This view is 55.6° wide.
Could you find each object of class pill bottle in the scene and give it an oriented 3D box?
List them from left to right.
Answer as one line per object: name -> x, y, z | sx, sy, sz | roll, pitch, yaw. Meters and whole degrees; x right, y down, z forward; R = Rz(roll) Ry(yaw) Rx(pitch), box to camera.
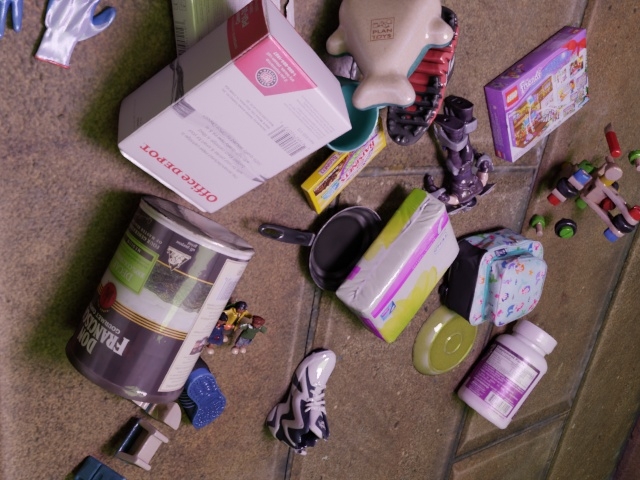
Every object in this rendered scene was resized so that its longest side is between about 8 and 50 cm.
pill bottle -> 0.555, 0.385, 1.788 | 0.301, 0.169, 0.169 | -53, 133, -3

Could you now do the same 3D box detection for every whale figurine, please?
whale figurine -> 0.120, -0.327, 1.045 | 0.141, 0.217, 0.271 | 57, 34, -62

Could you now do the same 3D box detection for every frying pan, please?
frying pan -> -0.001, 0.027, 1.252 | 0.326, 0.053, 0.197 | -11, 119, -33

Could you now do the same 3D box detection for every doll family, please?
doll family -> -0.191, 0.154, 1.157 | 0.193, 0.076, 0.111 | 7, 127, -45

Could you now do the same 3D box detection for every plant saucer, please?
plant saucer -> 0.353, 0.274, 1.665 | 0.241, 0.037, 0.240 | -17, 121, -30

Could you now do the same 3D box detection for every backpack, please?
backpack -> 0.464, 0.089, 1.563 | 0.254, 0.191, 0.225 | -16, 121, -37

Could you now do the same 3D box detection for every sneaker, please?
sneaker -> -0.245, 0.286, 1.192 | 0.081, 0.090, 0.232 | -28, 148, -25
sneaker -> -0.010, 0.371, 1.357 | 0.235, 0.153, 0.094 | -52, 134, -4
sneaker -> 0.199, -0.303, 1.175 | 0.135, 0.098, 0.275 | 43, 63, -74

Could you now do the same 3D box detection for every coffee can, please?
coffee can -> -0.258, 0.092, 0.990 | 0.202, 0.202, 0.275 | 24, 96, -42

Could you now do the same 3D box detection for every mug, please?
mug -> 0.036, -0.234, 1.116 | 0.158, 0.097, 0.129 | 7, 108, -40

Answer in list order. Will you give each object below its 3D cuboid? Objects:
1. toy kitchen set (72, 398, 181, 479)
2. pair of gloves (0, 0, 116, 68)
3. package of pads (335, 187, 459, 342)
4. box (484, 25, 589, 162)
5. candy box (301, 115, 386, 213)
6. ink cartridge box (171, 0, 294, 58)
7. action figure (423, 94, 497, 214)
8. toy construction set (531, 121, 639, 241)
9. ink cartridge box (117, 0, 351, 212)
toy kitchen set -> -0.385, 0.350, 1.109 | 0.207, 0.122, 0.166 | -58, 136, -26
pair of gloves -> -0.374, -0.324, 0.807 | 0.198, 0.023, 0.159 | 19, 101, -41
package of pads -> 0.182, 0.064, 1.340 | 0.296, 0.101, 0.229 | -52, 148, -10
box -> 0.527, -0.351, 1.459 | 0.293, 0.057, 0.200 | -37, 131, -17
candy box -> 0.049, -0.150, 1.193 | 0.206, 0.027, 0.105 | -46, 159, -9
ink cartridge box -> -0.133, -0.376, 0.960 | 0.225, 0.056, 0.180 | -32, 131, -45
action figure -> 0.315, -0.173, 1.369 | 0.185, 0.099, 0.284 | -39, 135, -24
toy construction set -> 0.737, -0.176, 1.634 | 0.237, 0.258, 0.308 | -74, 173, -46
ink cartridge box -> -0.130, -0.190, 0.910 | 0.283, 0.117, 0.207 | -28, 139, 21
